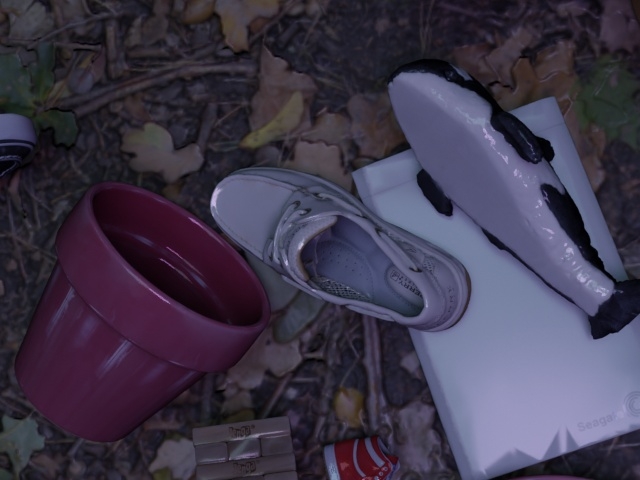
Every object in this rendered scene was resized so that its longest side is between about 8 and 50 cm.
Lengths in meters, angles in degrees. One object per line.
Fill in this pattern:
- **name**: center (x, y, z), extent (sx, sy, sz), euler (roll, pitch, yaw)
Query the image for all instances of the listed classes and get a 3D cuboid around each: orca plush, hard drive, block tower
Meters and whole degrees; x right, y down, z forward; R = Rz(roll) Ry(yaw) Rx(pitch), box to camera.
- **orca plush**: center (0.187, -0.059, 0.835), extent (0.287, 0.151, 0.102), euler (40, 59, 15)
- **hard drive**: center (0.175, 0.045, 0.894), extent (0.203, 0.040, 0.308), euler (-20, 80, 7)
- **block tower**: center (-0.045, 0.323, 0.806), extent (0.091, 0.097, 0.335), euler (-7, 60, -3)

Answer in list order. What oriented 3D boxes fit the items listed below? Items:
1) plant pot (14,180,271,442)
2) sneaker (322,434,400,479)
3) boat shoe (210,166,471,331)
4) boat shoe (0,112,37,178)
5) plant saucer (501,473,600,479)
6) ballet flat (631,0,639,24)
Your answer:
- **plant pot**: center (-0.176, 0.075, 0.881), extent (0.201, 0.201, 0.180), euler (43, 106, 12)
- **sneaker**: center (0.048, 0.238, 0.889), extent (0.067, 0.042, 0.118), euler (-19, 78, 10)
- **boat shoe**: center (0.000, 0.000, 0.876), extent (0.277, 0.096, 0.098), euler (23, 101, 26)
- **boat shoe**: center (-0.407, -0.029, 0.966), extent (0.301, 0.108, 0.102), euler (-23, 80, 8)
- **plant saucer**: center (0.205, 0.366, 0.826), extent (0.332, 0.084, 0.332), euler (-1, 84, 9)
- **ballet flat**: center (0.317, -0.262, 0.890), extent (0.080, 0.073, 0.232), euler (-20, 80, 7)
